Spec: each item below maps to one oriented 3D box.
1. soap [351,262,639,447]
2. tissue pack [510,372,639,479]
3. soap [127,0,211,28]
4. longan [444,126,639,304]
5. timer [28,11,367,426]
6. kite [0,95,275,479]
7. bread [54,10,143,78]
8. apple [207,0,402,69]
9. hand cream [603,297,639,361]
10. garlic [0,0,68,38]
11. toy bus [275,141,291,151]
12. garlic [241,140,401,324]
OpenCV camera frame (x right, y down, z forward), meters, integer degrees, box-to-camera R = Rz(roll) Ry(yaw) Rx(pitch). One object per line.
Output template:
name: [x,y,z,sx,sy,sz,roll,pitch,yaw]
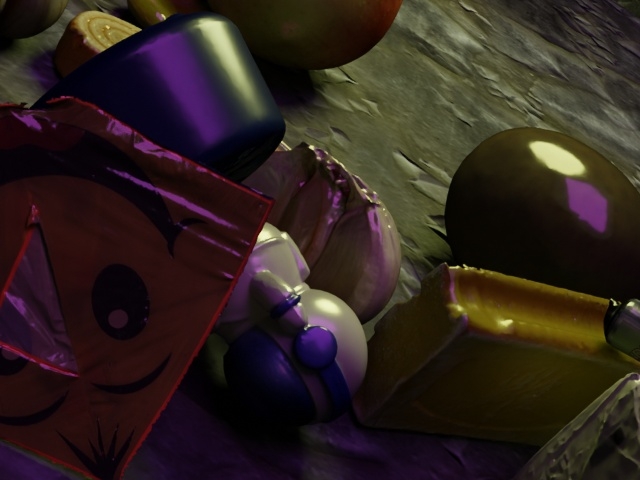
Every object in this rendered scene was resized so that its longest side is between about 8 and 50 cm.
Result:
soap: [0.199,0.135,1.132,0.315,0.199,0.091,15,44,-34]
tissue pack: [0.371,0.310,1.000,0.356,0.266,0.194,23,34,-21]
soap: [-0.209,-0.315,1.459,0.089,0.045,0.140,45,32,18]
longan: [0.301,-0.013,1.383,0.300,0.243,0.300,49,13,-15]
timer: [-0.094,0.010,0.992,0.383,0.270,0.270,55,33,3]
kite: [-0.207,0.044,0.847,0.377,0.013,0.328,-14,91,-16]
bread: [-0.243,-0.218,1.271,0.149,0.073,0.122,28,30,-15]
apple: [-0.018,-0.408,1.523,0.319,0.319,0.277,59,10,32]
hand cream: [0.383,0.135,1.045,0.235,0.055,0.086,36,6,24]
garlic: [-0.397,-0.306,1.165,0.214,0.191,0.160,44,55,-10]
toy bus: [-0.067,-0.093,1.287,0.235,0.073,0.096,41,25,8]
garlic: [0.000,0.000,1.138,0.229,0.178,0.143,36,11,31]
